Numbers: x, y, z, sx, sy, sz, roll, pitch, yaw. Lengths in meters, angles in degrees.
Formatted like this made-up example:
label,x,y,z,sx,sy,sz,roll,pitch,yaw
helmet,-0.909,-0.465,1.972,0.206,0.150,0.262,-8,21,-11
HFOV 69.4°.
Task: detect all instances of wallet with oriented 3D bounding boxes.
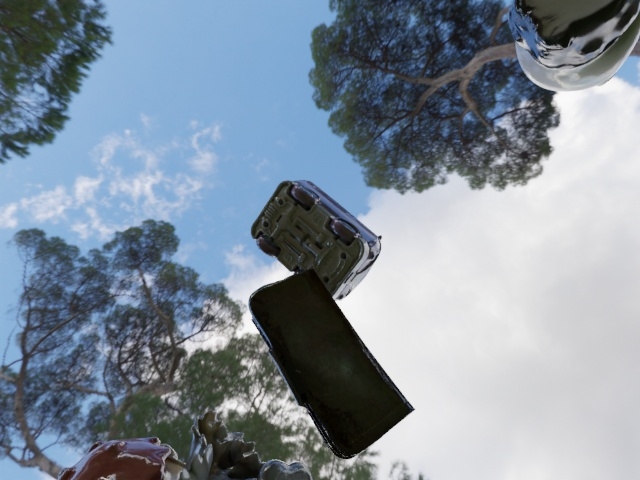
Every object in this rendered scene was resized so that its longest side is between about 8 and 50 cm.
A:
label,x,y,z,sx,sy,sz,roll,pitch,yaw
wallet,0.004,0.157,0.632,0.137,0.031,0.255,-22,-116,-33

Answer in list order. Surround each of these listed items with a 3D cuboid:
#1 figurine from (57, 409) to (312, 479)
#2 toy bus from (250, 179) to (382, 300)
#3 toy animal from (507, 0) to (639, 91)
label,x,y,z,sx,sy,sz,roll,pitch,yaw
figurine,-0.185,0.298,0.502,0.387,0.206,0.166,-18,-44,31
toy bus,0.000,0.000,0.802,0.202,0.142,0.142,42,-76,21
toy animal,0.458,-0.397,0.831,0.213,0.267,0.212,-3,-96,29
